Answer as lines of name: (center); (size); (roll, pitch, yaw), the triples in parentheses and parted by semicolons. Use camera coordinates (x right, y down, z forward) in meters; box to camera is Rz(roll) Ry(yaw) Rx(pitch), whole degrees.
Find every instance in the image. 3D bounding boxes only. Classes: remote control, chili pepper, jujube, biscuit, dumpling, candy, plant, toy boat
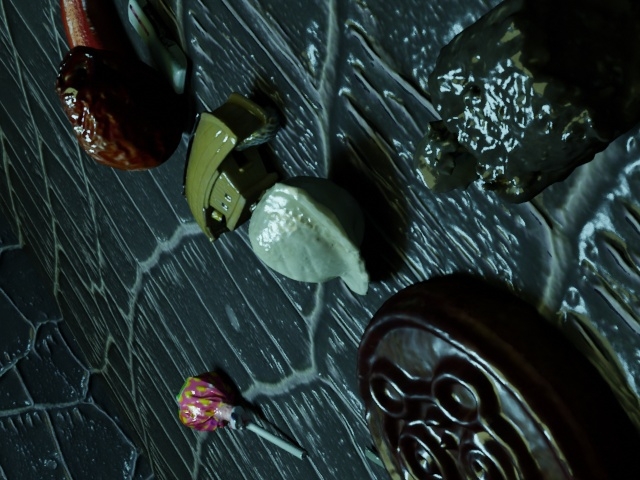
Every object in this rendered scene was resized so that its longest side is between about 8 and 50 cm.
remote control: (-0.249, -0.302, 1.312); (0.166, 0.029, 0.065); (55, 154, 18)
chili pepper: (-0.365, -0.345, 1.427); (0.137, 0.092, 0.369); (-7, 112, 47)
jujube: (-0.307, -0.201, 1.308); (0.168, 0.168, 0.236); (49, -178, 27)
biscuit: (0.176, 0.238, 0.947); (0.407, 0.091, 0.408); (39, 144, 37)
dumpling: (0.000, -0.001, 1.033); (0.166, 0.126, 0.216); (39, 145, 13)
candy: (-0.152, 0.356, 1.689); (0.365, 0.124, 0.124); (17, 129, 46)
plant: (0.149, -0.103, 0.631); (0.131, 0.142, 0.203); (56, 166, -2)
toy boat: (-0.124, -0.084, 1.219); (0.121, 0.089, 0.321); (46, 151, 9)

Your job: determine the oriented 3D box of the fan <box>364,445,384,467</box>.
fan: (0.166, 0.364, 1.180); (0.335, 0.011, 0.230); (27, 136, 49)
